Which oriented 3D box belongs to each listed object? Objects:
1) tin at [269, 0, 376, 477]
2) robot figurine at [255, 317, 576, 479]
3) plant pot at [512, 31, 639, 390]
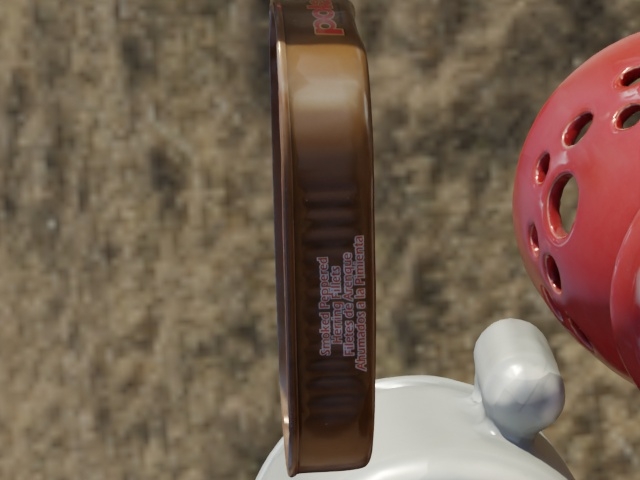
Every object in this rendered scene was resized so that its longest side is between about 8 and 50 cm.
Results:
[{"bbox_3d":[0.000,0.000,0.748,0.106,0.040,0.190,-107,14,-62],"label":"tin"},{"bbox_3d":[0.057,0.188,1.076,0.300,0.199,0.353,-64,6,7],"label":"robot figurine"},{"bbox_3d":[0.206,0.001,1.002,0.174,0.191,0.191,-109,23,-68],"label":"plant pot"}]
